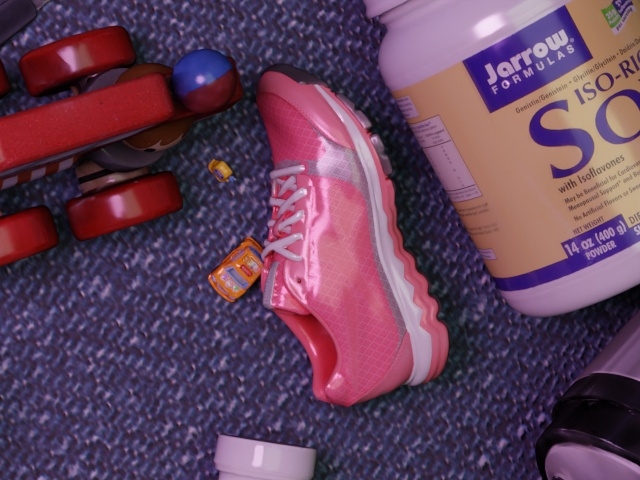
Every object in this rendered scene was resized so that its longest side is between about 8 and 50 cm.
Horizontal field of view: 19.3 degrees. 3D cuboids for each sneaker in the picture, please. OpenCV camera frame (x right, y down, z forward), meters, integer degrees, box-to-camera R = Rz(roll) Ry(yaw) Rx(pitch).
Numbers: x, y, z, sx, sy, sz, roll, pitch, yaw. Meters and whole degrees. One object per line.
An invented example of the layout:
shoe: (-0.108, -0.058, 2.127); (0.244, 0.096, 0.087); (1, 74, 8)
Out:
sneaker: (0.000, 0.000, 1.642); (0.136, 0.116, 0.314); (-26, 96, -24)

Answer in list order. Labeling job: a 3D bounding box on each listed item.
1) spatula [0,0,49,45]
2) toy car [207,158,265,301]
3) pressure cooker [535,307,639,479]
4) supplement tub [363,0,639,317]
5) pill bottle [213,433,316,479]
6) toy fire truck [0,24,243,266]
spatula: (-0.233, -0.220, 1.635); (0.296, 0.030, 0.084); (-40, 101, -14)
toy car: (-0.084, -0.008, 1.666); (0.060, 0.040, 0.122); (-27, 96, -15)
pressure cooker: (0.393, 0.197, 1.627); (0.420, 0.375, 0.370); (-44, 111, -17)
supplement tub: (0.198, -0.126, 1.647); (0.241, 0.241, 0.331); (-31, 97, -15)
pill bottle: (-0.061, 0.276, 1.625); (0.118, 0.117, 0.208); (10, 85, -15)
toy fire truck: (-0.190, -0.086, 1.512); (0.302, 0.254, 0.169); (-19, 94, -34)
